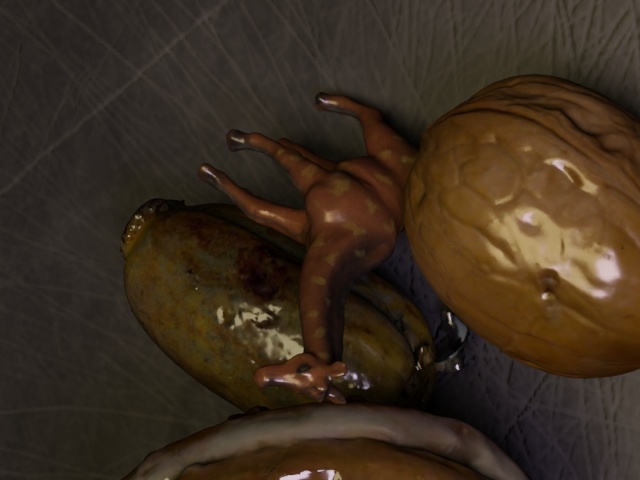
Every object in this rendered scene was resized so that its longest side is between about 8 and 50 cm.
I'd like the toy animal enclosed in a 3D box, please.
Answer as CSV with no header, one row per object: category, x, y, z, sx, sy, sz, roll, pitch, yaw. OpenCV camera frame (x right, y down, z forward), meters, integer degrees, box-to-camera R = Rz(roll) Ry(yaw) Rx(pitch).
toy animal,0.000,0.000,1.226,0.229,0.224,0.066,40,139,35

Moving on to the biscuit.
biscuit,-0.008,0.232,1.216,0.332,0.332,0.103,-44,34,22

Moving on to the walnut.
walnut,0.145,-0.009,1.189,0.207,0.167,0.167,37,108,16

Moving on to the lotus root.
lotus root,-0.029,0.057,1.300,0.241,0.124,0.123,29,104,21
